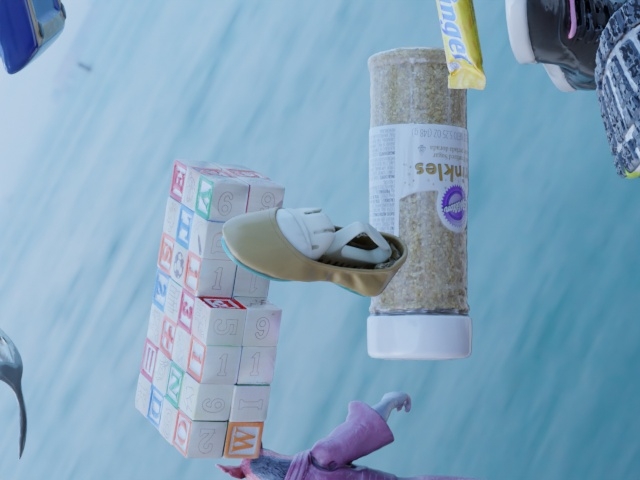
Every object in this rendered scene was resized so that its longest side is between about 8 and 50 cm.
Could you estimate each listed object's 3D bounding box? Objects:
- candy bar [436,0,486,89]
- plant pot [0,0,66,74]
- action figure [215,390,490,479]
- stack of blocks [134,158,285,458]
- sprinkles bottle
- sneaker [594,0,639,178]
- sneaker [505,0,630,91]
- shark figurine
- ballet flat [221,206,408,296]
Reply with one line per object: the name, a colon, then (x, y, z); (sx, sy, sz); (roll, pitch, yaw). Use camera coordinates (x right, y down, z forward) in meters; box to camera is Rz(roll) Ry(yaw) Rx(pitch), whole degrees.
candy bar: (0.096, -0.192, 1.190); (0.018, 0.161, 0.040); (-22, 16, -35)
plant pot: (-0.397, -0.273, 1.656); (0.236, 0.212, 0.236); (-83, -19, -75)
action figure: (0.054, 0.322, 1.785); (0.275, 0.370, 0.248); (-84, 14, -72)
stack of blocks: (-0.116, 0.073, 1.751); (0.171, 0.087, 0.297); (29, 112, 61)
sprinkles bottle: (0.113, -0.040, 1.829); (0.121, 0.121, 0.355); (164, 106, -75)
sneaker: (0.275, -0.133, 1.012); (0.300, 0.121, 0.111); (124, 144, -54)
sneaker: (0.269, -0.209, 1.500); (0.296, 0.147, 0.104); (20, -110, -65)
shark figurine: (-0.368, 0.123, 1.602); (0.166, 0.278, 0.116); (-34, -47, -51)
ballet flat: (0.000, 0.000, 1.511); (0.073, 0.232, 0.080); (-40, 61, 25)
